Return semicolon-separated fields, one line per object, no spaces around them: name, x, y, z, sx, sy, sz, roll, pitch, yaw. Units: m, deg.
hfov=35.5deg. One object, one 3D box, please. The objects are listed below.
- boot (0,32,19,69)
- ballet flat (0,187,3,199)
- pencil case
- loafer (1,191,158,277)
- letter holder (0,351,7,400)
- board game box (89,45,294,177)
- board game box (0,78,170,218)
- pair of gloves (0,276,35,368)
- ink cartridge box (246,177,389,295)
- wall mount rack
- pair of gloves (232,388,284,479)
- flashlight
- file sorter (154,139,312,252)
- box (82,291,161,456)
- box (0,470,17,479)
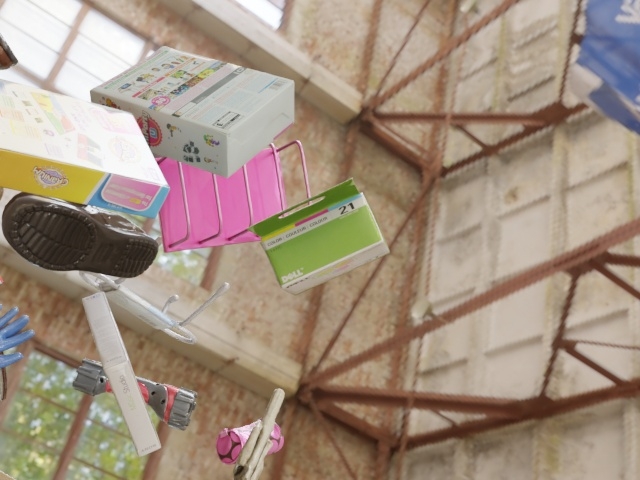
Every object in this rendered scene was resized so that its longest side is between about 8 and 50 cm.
boot;-0.661;-0.262;1.656;0.264;0.096;0.280;24;-121;40
ballet flat;-0.740;-0.207;1.946;0.116;0.342;0.124;-36;-175;-22
pencil case;-0.185;0.514;2.569;0.095;0.209;0.098;-20;-101;25
loafer;-0.479;-0.016;1.934;0.130;0.366;0.134;43;-81;34
letter holder;-0.673;0.196;1.769;0.152;0.214;0.302;-32;162;-29
board game box;-0.232;-0.244;1.834;0.224;0.303;0.098;-44;146;-45
board game box;-0.420;-0.154;1.578;0.064;0.316;0.242;-60;-142;24
pair of gloves;-0.548;0.119;1.544;0.159;0.198;0.023;-31;174;-24
ink cartridge box;0.000;0.000;1.613;0.188;0.097;0.255;-24;170;4
wall mount rack;-0.401;0.116;2.450;0.304;0.350;0.130;-12;-133;55
pair of gloves;-0.121;0.391;1.710;0.204;0.042;0.240;-59;173;-47
flashlight;-0.464;0.383;2.492;0.103;0.304;0.103;102;4;-73
file sorter;-0.182;-0.099;2.105;0.182;0.290;0.202;165;-83;-66
box;-0.427;0.278;2.131;0.058;0.232;0.322;-20;-151;-11
box;-0.606;0.572;2.009;0.148;0.311;0.121;-61;168;-22
